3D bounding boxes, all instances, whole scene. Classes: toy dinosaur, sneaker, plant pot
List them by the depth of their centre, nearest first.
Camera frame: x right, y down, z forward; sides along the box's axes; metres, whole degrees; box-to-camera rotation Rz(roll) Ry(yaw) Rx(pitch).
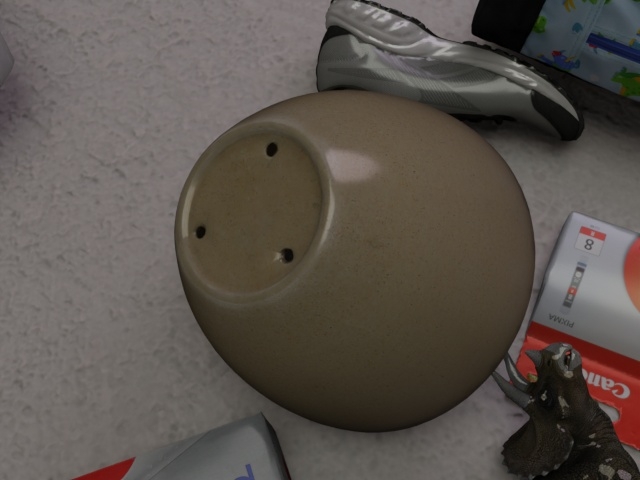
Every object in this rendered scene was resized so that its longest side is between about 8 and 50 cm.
[{"bbox_3d":[0.000,0.000,0.630,0.284,0.191,0.284,-8,73,28],"label":"plant pot"},{"bbox_3d":[0.214,0.241,0.638,0.160,0.121,0.314,-1,74,16],"label":"toy dinosaur"},{"bbox_3d":[0.123,-0.147,0.801,0.271,0.100,0.108,21,98,7],"label":"sneaker"}]

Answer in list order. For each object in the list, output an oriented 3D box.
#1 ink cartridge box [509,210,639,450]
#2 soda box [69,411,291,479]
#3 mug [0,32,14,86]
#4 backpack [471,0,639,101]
[{"bbox_3d":[0.260,0.077,0.720,0.145,0.045,0.179,21,69,12],"label":"ink cartridge box"},{"bbox_3d":[-0.161,0.236,0.660,0.286,0.091,0.098,-19,68,-4],"label":"soda box"},{"bbox_3d":[-0.494,-0.194,0.780,0.328,0.276,0.374,-28,39,-13],"label":"mug"},{"bbox_3d":[0.366,-0.227,0.735,0.355,0.273,0.290,37,49,3],"label":"backpack"}]
